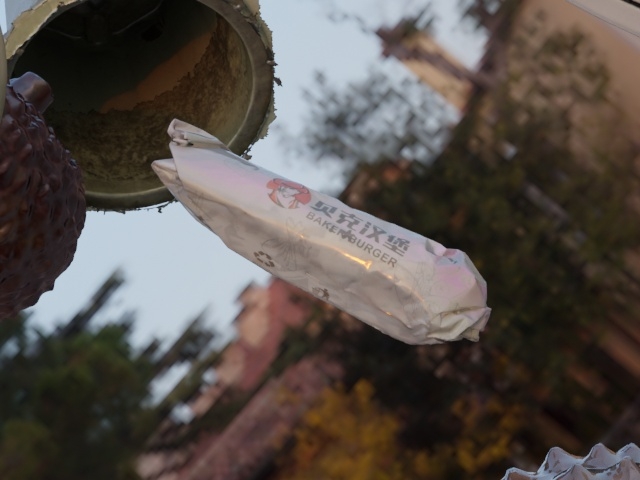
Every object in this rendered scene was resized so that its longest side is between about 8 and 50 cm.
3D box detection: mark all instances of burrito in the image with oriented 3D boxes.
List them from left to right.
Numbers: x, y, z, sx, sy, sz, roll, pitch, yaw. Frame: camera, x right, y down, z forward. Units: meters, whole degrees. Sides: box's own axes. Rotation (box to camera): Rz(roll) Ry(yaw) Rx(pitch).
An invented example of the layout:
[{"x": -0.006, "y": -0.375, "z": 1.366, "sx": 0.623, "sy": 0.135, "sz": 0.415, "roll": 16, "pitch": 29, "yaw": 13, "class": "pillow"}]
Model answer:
[{"x": 0.000, "y": 0.000, "z": 1.019, "sx": 0.064, "sy": 0.203, "sz": 0.064, "roll": -59, "pitch": -12, "yaw": -20, "class": "burrito"}]

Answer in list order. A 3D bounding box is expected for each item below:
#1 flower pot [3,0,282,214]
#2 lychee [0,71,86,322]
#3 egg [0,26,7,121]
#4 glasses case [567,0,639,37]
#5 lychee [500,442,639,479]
[{"x": -0.197, "y": -0.203, "z": 1.819, "sx": 0.290, "sy": 0.259, "sz": 0.290, "roll": -9, "pitch": -49, "yaw": -10, "class": "flower pot"}, {"x": -0.308, "y": -0.039, "z": 1.404, "sx": 0.260, "sy": 0.260, "sz": 0.260, "roll": -47, "pitch": -12, "yaw": -13, "class": "lychee"}, {"x": -0.282, "y": -0.071, "z": 0.918, "sx": 0.219, "sy": 0.269, "sz": 0.219, "roll": -5, "pitch": -90, "yaw": -77, "class": "egg"}, {"x": 0.156, "y": -0.122, "z": 0.879, "sx": 0.063, "sy": 0.164, "sz": 0.041, "roll": -80, "pitch": 16, "yaw": -54, "class": "glasses case"}, {"x": 0.175, "y": 0.299, "z": 1.001, "sx": 0.380, "sy": 0.380, "sz": 0.432, "roll": -46, "pitch": -6, "yaw": -17, "class": "lychee"}]
